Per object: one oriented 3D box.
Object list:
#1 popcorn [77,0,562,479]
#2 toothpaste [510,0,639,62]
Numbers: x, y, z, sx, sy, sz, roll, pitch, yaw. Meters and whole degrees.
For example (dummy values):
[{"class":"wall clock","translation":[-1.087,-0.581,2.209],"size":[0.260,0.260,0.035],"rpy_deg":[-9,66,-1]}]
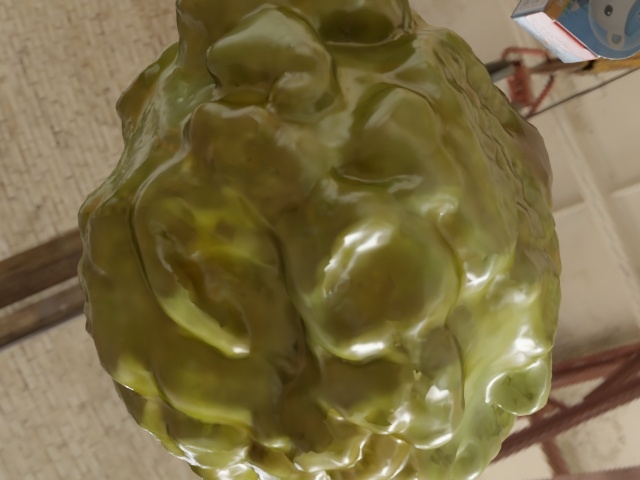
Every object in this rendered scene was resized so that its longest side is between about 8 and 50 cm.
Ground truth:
[{"class":"popcorn","translation":[0.003,-0.004,0.534],"size":[0.181,0.217,0.235],"rpy_deg":[-15,-77,24]},{"class":"toothpaste","translation":[0.203,-0.198,0.804],"size":[0.070,0.193,0.044],"rpy_deg":[36,-8,-17]}]
